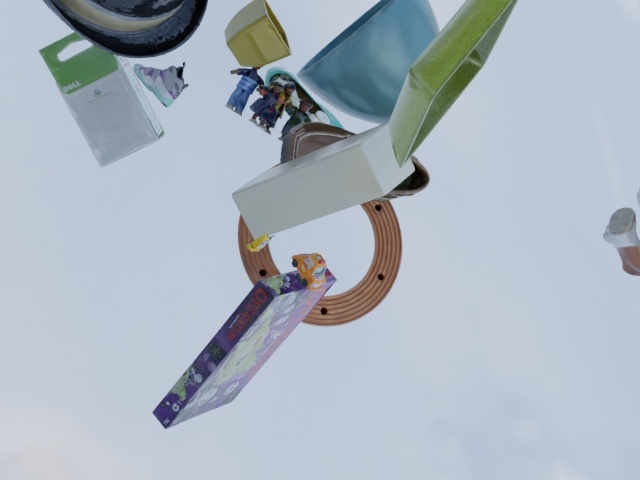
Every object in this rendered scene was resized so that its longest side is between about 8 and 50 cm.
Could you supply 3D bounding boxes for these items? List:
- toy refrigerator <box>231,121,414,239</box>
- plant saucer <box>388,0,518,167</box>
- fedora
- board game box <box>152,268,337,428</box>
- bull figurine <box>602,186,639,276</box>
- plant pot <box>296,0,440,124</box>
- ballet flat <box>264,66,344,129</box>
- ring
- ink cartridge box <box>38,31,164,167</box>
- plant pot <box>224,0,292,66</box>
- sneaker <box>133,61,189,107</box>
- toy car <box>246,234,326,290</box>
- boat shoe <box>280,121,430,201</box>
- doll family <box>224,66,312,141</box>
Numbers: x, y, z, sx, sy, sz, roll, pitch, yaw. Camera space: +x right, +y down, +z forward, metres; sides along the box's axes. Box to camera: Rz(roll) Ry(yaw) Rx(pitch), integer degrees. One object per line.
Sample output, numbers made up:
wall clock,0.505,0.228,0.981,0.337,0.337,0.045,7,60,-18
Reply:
toy refrigerator,0.002,-0.085,1.660,0.102,0.269,0.094,-39,106,-49
plant saucer,0.142,-0.195,1.228,0.045,0.188,0.188,37,70,7
fedora,-0.238,-0.409,1.451,0.334,0.152,0.334,21,60,-41
board game box,-0.133,0.185,1.903,0.056,0.347,0.208,46,27,13
bull figurine,0.352,-0.008,0.730,0.188,0.310,0.101,41,47,-30
plant pot,0.126,-0.336,2.079,0.195,0.290,0.290,49,34,-10
ballet flat,-0.039,-0.291,2.445,0.247,0.083,0.087,46,11,-3
ring,0.000,0.000,2.084,0.336,0.032,0.337,4,77,-19
ink cartridge box,-0.347,-0.235,1.730,0.062,0.109,0.209,-83,147,-72
plant pot,-0.103,-0.318,1.697,0.081,0.083,0.081,55,11,-36
sneaker,-0.234,-0.251,1.640,0.098,0.069,0.038,46,-4,25
toy car,-0.037,0.029,1.466,0.122,0.040,0.060,17,46,-42
boat shoe,0.073,-0.142,1.948,0.324,0.120,0.123,7,88,-45
doll family,-0.093,-0.261,2.006,0.076,0.111,0.193,32,2,39
